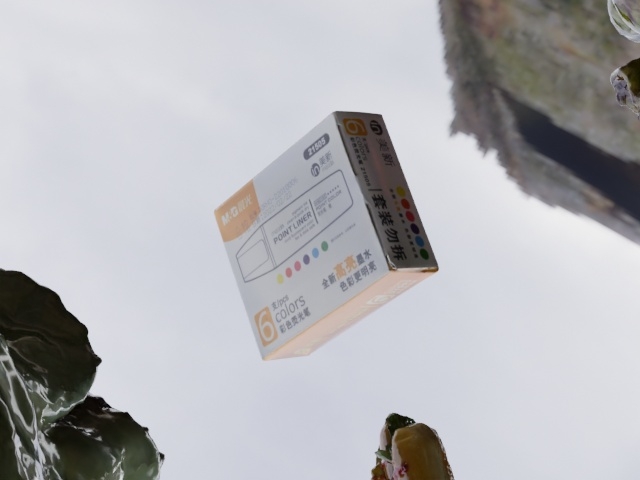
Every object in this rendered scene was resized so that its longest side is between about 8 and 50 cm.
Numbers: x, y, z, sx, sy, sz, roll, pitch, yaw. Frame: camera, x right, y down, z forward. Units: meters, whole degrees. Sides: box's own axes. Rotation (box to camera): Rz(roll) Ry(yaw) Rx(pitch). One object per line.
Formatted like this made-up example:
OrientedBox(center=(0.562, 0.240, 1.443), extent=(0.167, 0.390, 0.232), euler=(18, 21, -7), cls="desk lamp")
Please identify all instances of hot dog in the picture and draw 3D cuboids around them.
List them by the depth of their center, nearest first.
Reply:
OrientedBox(center=(0.099, 0.282, 1.273), extent=(0.076, 0.104, 0.250), euler=(-13, -107, -18), cls="hot dog")

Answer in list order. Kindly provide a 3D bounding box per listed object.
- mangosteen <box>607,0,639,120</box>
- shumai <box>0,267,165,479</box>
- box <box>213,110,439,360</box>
OrientedBox(center=(0.342, -0.255, 0.998), extent=(0.297, 0.313, 0.297), euler=(-14, -149, 8), cls="mangosteen")
OrientedBox(center=(-0.208, 0.156, 0.620), extent=(0.324, 0.397, 0.323), euler=(-7, -178, 18), cls="shumai")
OrientedBox(center=(0.000, 0.000, 1.648), extent=(0.091, 0.274, 0.220), euler=(-2, -117, -41), cls="box")
